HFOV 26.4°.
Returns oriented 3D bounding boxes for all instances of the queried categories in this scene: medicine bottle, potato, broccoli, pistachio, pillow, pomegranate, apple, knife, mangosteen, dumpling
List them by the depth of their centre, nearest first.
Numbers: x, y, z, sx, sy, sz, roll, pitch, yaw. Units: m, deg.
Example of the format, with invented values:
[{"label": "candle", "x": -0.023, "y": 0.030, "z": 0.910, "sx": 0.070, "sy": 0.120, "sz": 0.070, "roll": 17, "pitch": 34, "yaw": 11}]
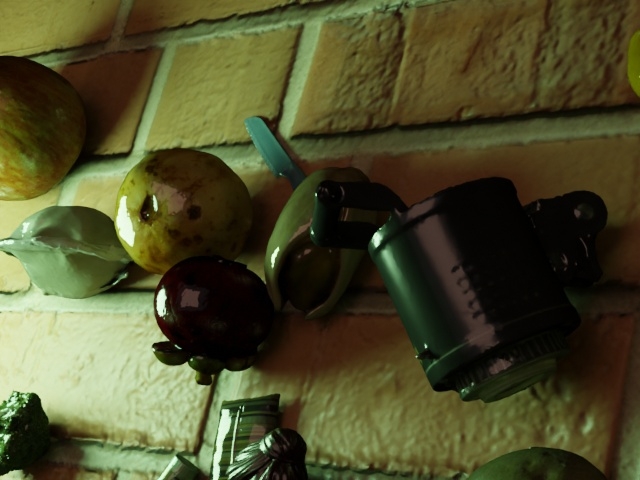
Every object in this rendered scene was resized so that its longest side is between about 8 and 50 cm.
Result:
[{"label": "potato", "x": 0.247, "y": 0.329, "z": 1.583, "sx": 0.178, "sy": 0.160, "sz": 0.235, "roll": -40, "pitch": 25, "yaw": -20}, {"label": "pillow", "x": -0.115, "y": 0.320, "z": 1.969, "sx": 0.113, "sy": 0.038, "sz": 0.203, "roll": -12, "pitch": 58, "yaw": 33}, {"label": "pistachio", "x": 0.000, "y": 0.000, "z": 1.999, "sx": 0.138, "sy": 0.153, "sz": 0.237, "roll": 22, "pitch": 81, "yaw": 5}, {"label": "medicine bottle", "x": -0.221, "y": 0.363, "z": 2.027, "sx": 0.083, "sy": 0.047, "sz": 0.047, "roll": -54, "pitch": 44, "yaw": 1}, {"label": "mangosteen", "x": -0.164, "y": 0.121, "z": 2.041, "sx": 0.200, "sy": 0.200, "sz": 0.199, "roll": -20, "pitch": 54, "yaw": 30}, {"label": "pomegranate", "x": -0.212, "y": -0.039, "z": 2.160, "sx": 0.215, "sy": 0.215, "sz": 0.215, "roll": -20, "pitch": 54, "yaw": 30}, {"label": "knife", "x": -0.060, "y": -0.120, "z": 2.202, "sx": 0.044, "sy": 0.019, "sz": 0.313, "roll": -47, "pitch": 43, "yaw": 12}, {"label": "broccoli", "x": -0.514, "y": 0.315, "z": 2.251, "sx": 0.145, "sy": 0.138, "sz": 0.162, "roll": -67, "pitch": 13, "yaw": -21}, {"label": "dumpling", "x": -0.436, "y": 0.000, "z": 2.314, "sx": 0.293, "sy": 0.204, "sz": 0.163, "roll": -2, "pitch": 53, "yaw": 49}, {"label": "apple", "x": -0.587, "y": -0.217, "z": 2.535, "sx": 0.309, "sy": 0.250, "sz": 0.277, "roll": -5, "pitch": 63, "yaw": 41}]

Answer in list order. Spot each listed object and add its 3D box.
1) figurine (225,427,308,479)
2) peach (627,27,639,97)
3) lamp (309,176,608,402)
[{"label": "figurine", "x": -0.079, "y": 0.411, "z": 1.813, "sx": 0.187, "sy": 0.168, "sz": 0.315, "roll": 4, "pitch": 50, "yaw": 0}, {"label": "peach", "x": 0.478, "y": -0.245, "z": 1.757, "sx": 0.179, "sy": 0.103, "sz": 0.179, "roll": -23, "pitch": 50, "yaw": 31}, {"label": "lamp", "x": 0.183, "y": 0.066, "z": 1.702, "sx": 0.374, "sy": 0.205, "sz": 0.272, "roll": -3, "pitch": 70, "yaw": -5}]
